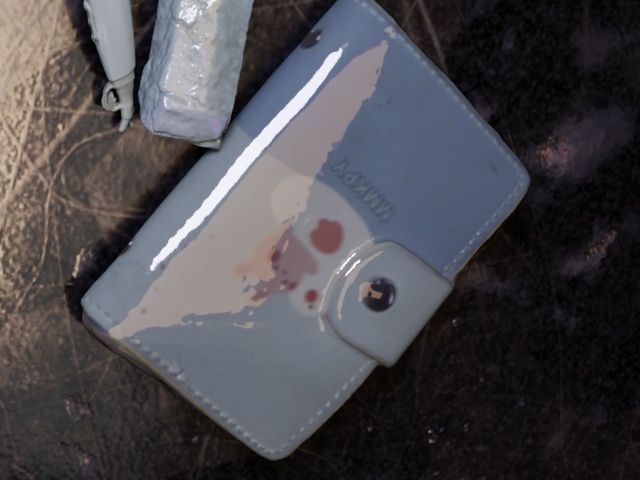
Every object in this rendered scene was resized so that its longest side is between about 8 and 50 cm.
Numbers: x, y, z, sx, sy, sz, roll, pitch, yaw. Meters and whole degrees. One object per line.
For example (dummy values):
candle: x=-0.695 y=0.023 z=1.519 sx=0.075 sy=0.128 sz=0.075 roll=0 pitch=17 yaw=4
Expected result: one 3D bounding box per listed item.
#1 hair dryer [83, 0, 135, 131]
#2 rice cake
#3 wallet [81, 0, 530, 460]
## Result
hair dryer: x=-0.200 y=-0.172 z=1.141 sx=0.206 sy=0.075 sz=0.237 roll=-22 pitch=125 yaw=-4
rice cake: x=-0.092 y=-0.176 z=1.186 sx=0.069 sy=0.063 sz=0.206 roll=6 pitch=101 yaw=-24
wallet: x=0.000 y=0.000 z=1.274 sx=0.252 sy=0.083 sz=0.360 roll=42 pitch=85 yaw=-24
